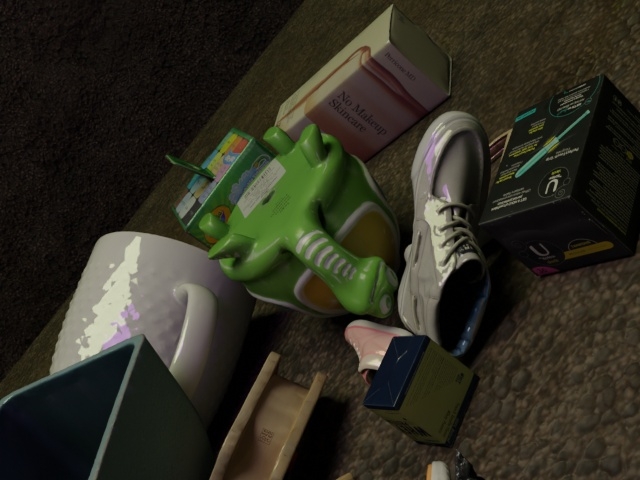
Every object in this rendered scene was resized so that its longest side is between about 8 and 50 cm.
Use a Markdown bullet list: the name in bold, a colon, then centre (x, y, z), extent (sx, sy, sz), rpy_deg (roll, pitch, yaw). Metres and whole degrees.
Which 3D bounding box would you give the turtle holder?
- **turtle holder**: centre (0.005, -0.015, 1.119), extent (0.320, 0.227, 0.243), rpy_deg (-12, 44, 57)

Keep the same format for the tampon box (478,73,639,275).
- **tampon box**: centre (0.258, -0.063, 0.861), extent (0.120, 0.101, 0.161), rpy_deg (-20, 39, 53)

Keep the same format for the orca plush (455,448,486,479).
- **orca plush**: centre (0.152, 0.290, 0.604), extent (0.287, 0.102, 0.151), rpy_deg (-77, -14, -65)

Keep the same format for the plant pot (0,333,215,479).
- **plant pot**: centre (-0.259, 0.317, 1.016), extent (0.247, 0.252, 0.247), rpy_deg (-25, 29, 20)

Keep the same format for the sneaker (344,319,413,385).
- **sneaker**: centre (0.059, 0.139, 1.012), extent (0.070, 0.051, 0.134), rpy_deg (-55, 26, -20)

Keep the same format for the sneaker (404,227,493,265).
- **sneaker**: centre (0.163, 0.016, 1.009), extent (0.152, 0.053, 0.061), rpy_deg (-34, 44, 42)

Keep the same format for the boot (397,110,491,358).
- **boot**: centre (0.150, -0.004, 0.899), extent (0.123, 0.095, 0.259), rpy_deg (-133, 47, -69)

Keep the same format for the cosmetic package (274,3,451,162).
- **cosmetic package**: centre (0.068, -0.240, 1.444), extent (0.296, 0.153, 0.129), rpy_deg (-38, 27, 35)

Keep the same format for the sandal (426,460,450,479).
- **sandal**: centre (0.067, 0.260, 0.659), extent (0.265, 0.076, 0.102), rpy_deg (-57, -34, -78)

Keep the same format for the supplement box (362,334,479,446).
- **supplement box**: centre (0.103, 0.154, 0.858), extent (0.056, 0.083, 0.083), rpy_deg (-13, 44, 57)

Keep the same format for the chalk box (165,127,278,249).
- **chalk box**: centre (-0.116, -0.061, 1.343), extent (0.179, 0.289, 0.180), rpy_deg (-52, 22, 1)

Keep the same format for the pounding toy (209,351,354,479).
- **pounding toy**: centre (-0.044, 0.274, 0.989), extent (0.270, 0.154, 0.154), rpy_deg (-62, -6, -46)

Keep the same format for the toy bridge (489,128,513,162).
- **toy bridge**: centre (0.248, -0.117, 1.066), extent (0.188, 0.026, 0.063), rpy_deg (-26, 32, 47)

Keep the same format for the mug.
- **mug**: centre (-0.250, 0.182, 1.249), extent (0.374, 0.276, 0.328), rpy_deg (-27, 41, 56)
